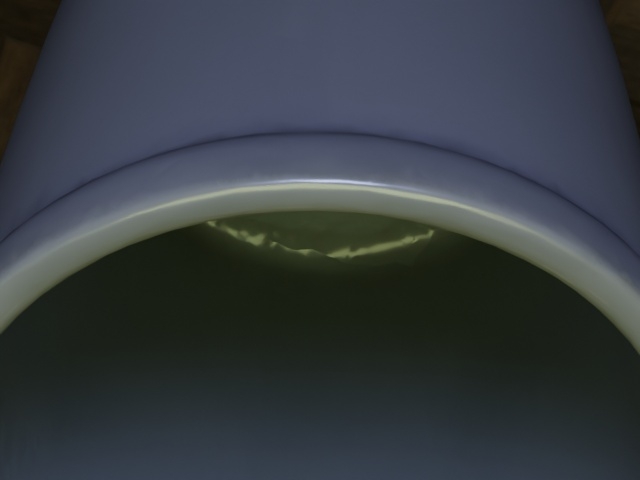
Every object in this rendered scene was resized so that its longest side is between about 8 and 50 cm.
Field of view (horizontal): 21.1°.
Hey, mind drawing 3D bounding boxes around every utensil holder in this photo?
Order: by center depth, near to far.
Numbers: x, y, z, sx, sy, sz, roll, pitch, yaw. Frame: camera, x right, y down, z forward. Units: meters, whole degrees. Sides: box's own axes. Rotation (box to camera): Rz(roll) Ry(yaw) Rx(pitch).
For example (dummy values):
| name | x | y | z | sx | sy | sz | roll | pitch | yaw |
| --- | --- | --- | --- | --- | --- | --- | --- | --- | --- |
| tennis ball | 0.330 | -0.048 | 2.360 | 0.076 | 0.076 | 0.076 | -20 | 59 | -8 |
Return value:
| name | x | y | z | sx | sy | sz | roll | pitch | yaw |
| --- | --- | --- | --- | --- | --- | --- | --- | --- | --- |
| utensil holder | 0.000 | 0.000 | 0.817 | 0.327 | 0.385 | 0.327 | 1 | 126 | 1 |
